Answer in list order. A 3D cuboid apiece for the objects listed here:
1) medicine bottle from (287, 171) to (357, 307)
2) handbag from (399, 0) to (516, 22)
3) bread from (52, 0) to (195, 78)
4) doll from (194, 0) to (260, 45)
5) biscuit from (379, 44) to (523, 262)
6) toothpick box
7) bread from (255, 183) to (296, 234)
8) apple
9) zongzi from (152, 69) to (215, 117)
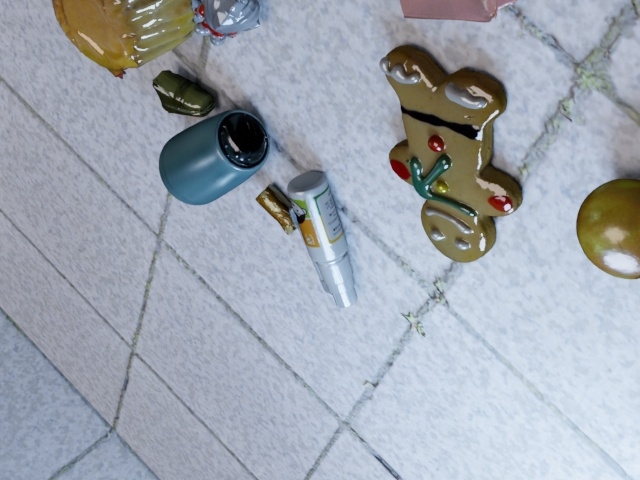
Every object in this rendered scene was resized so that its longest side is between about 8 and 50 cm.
[{"bbox_3d":[0.000,0.000,1.670,0.092,0.061,0.221,23,140,51],"label":"medicine bottle"},{"bbox_3d":[0.121,-0.337,1.171,0.157,0.059,0.213,14,133,45],"label":"handbag"},{"bbox_3d":[-0.298,-0.376,1.588,0.274,0.149,0.274,30,147,22],"label":"bread"},{"bbox_3d":[-0.131,-0.312,1.513,0.094,0.079,0.180,33,163,-13],"label":"doll"},{"bbox_3d":[0.162,-0.091,1.384,0.197,0.049,0.302,28,142,37],"label":"biscuit"},{"bbox_3d":[-0.159,-0.130,1.686,0.184,0.120,0.120,-22,104,54],"label":"toothpick box"},{"bbox_3d":[-0.063,-0.048,1.724,0.083,0.036,0.047,48,162,5],"label":"bread"},{"bbox_3d":[0.334,-0.011,1.194,0.102,0.099,0.114,-6,114,51],"label":"apple"},{"bbox_3d":[-0.209,-0.209,1.742,0.104,0.052,0.113,34,158,17],"label":"zongzi"}]
